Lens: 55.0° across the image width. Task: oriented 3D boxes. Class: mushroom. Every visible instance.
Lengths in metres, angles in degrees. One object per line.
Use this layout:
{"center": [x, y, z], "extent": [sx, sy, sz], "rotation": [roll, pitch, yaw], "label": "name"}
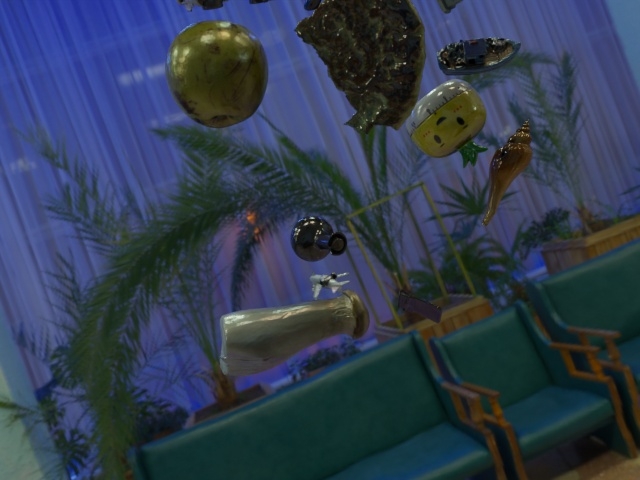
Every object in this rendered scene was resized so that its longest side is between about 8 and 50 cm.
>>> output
{"center": [-0.060, 0.191, 1.298], "extent": [0.328, 0.122, 0.159], "rotation": [-13, -23, -8], "label": "mushroom"}

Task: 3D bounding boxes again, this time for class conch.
{"center": [0.540, -0.202, 1.815], "extent": [0.109, 0.331, 0.093], "rotation": [31, 7, 40], "label": "conch"}

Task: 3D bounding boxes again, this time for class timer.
{"center": [0.444, -0.364, 2.035], "extent": [0.285, 0.285, 0.285], "rotation": [-21, 1, 0], "label": "timer"}

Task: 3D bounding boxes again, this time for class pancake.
{"center": [0.131, -0.494, 1.613], "extent": [0.304, 0.427, 0.067], "rotation": [-26, 12, 20], "label": "pancake"}

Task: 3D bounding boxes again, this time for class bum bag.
{"center": [0.335, 0.228, 2.087], "extent": [0.026, 0.159, 0.109], "rotation": [-55, -23, -28], "label": "bum bag"}

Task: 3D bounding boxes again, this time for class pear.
{"center": [-0.264, -0.428, 1.598], "extent": [0.283, 0.284, 0.283], "rotation": [-21, 1, 0], "label": "pear"}

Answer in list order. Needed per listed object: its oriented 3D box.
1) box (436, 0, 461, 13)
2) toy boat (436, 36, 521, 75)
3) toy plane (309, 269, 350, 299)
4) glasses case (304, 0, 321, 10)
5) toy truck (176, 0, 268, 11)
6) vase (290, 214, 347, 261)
{"center": [0.364, -0.800, 1.796], "extent": [0.130, 0.227, 0.162], "rotation": [-17, 38, 36], "label": "box"}
{"center": [0.430, -0.511, 1.673], "extent": [0.223, 0.100, 0.097], "rotation": [-7, -18, 10], "label": "toy boat"}
{"center": [0.018, 0.143, 2.114], "extent": [0.162, 0.066, 0.171], "rotation": [-34, 35, -31], "label": "toy plane"}
{"center": [-0.007, -0.512, 1.272], "extent": [0.033, 0.023, 0.083], "rotation": [-18, -28, -34], "label": "glasses case"}
{"center": [-0.163, -0.471, 1.090], "extent": [0.116, 0.110, 0.216], "rotation": [17, 37, 43], "label": "toy truck"}
{"center": [0.000, 0.000, 1.543], "extent": [0.120, 0.120, 0.183], "rotation": [-21, 17, -25], "label": "vase"}
